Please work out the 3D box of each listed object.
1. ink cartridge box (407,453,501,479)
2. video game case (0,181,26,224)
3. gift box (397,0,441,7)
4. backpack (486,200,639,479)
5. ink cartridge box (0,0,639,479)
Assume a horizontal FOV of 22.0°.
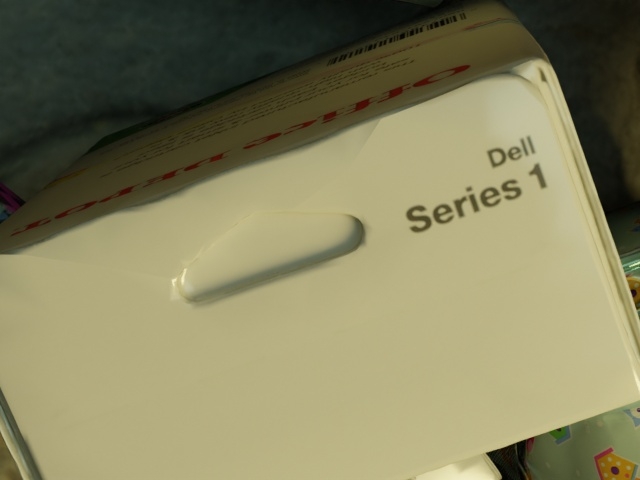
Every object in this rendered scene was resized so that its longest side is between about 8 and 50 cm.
[{"bbox_3d":[0.003,0.122,0.760,0.135,0.099,0.056,-37,102,-11],"label":"ink cartridge box"},{"bbox_3d":[-0.255,0.009,0.657,0.210,0.042,0.232,-46,122,4],"label":"video game case"},{"bbox_3d":[-0.012,-0.259,0.651,0.255,0.258,0.276,12,72,-14],"label":"gift box"},{"bbox_3d":[0.159,0.056,0.746,0.165,0.188,0.144,-18,105,-13],"label":"backpack"},{"bbox_3d":[0.000,0.000,0.631,0.201,0.278,0.117,-20,101,7],"label":"ink cartridge box"}]
